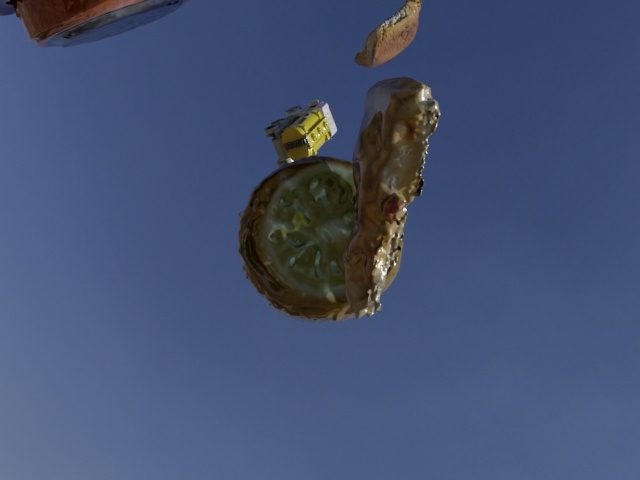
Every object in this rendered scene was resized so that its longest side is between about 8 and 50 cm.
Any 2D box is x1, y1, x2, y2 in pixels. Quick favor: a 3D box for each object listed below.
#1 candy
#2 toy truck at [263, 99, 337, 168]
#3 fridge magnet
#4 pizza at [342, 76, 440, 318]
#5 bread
[{"bbox_3d":[0.000,0.000,1.327,0.260,0.260,0.118,49,-8,13],"label":"candy"},{"bbox_3d":[-0.036,-0.233,1.912,0.114,0.227,0.098,-14,-71,23],"label":"toy truck"},{"bbox_3d":[-0.312,-0.387,1.273,0.363,0.363,0.155,-5,-71,52],"label":"fridge magnet"},{"bbox_3d":[0.068,-0.056,1.068,0.189,0.071,0.297,-124,-139,-67],"label":"pizza"},{"bbox_3d":[0.117,-0.332,1.423,0.044,0.129,0.126,49,-18,9],"label":"bread"}]
